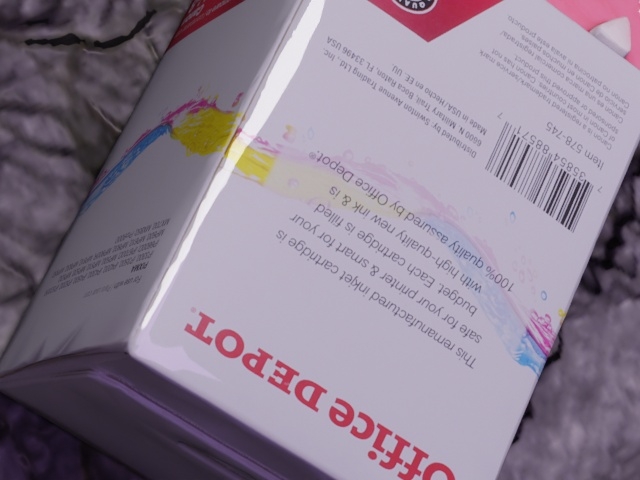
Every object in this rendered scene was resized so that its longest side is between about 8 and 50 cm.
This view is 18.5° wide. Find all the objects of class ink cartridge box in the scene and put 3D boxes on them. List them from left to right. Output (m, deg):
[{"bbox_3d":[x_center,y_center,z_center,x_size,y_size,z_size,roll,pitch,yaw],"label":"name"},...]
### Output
[{"bbox_3d":[0.000,0.000,0.640,0.128,0.127,0.176,34,67,-20],"label":"ink cartridge box"}]

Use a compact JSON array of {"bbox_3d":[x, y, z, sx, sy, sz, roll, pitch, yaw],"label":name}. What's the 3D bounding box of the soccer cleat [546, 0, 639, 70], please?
[{"bbox_3d":[0.045,-0.144,0.725,0.083,0.095,0.248,-27,80,-33],"label":"soccer cleat"}]
